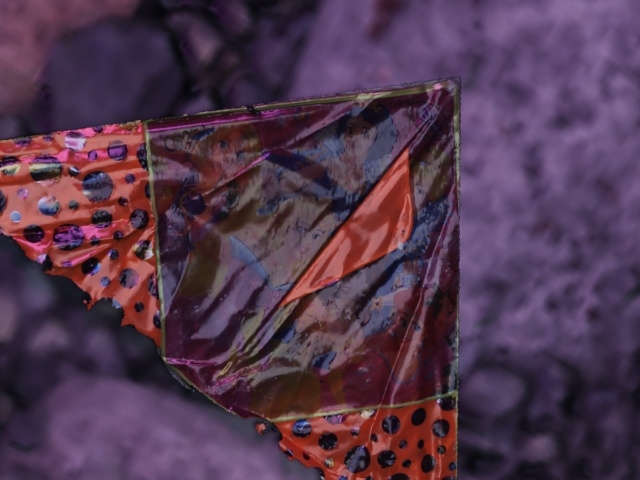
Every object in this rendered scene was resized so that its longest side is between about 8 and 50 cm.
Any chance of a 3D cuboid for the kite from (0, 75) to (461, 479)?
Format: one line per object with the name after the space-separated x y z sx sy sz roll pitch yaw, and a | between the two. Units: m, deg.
0.000 0.000 0.422 0.222 0.008 0.125 40 87 -19 | kite
